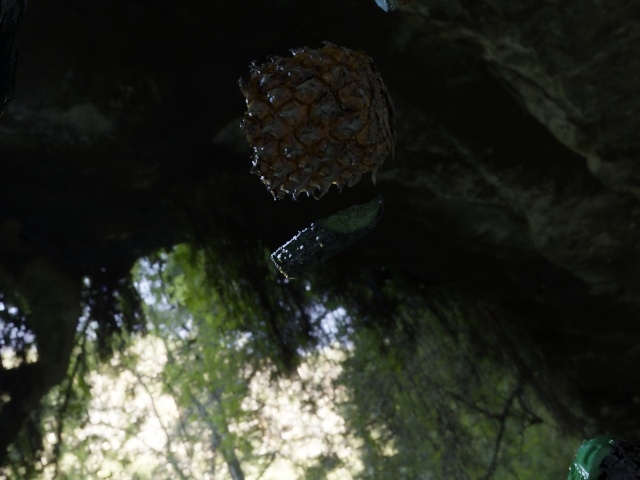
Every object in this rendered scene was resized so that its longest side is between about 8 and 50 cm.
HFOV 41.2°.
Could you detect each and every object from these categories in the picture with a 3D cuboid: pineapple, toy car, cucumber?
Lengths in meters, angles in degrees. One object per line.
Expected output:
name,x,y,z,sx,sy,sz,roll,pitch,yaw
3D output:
pineapple,-0.001,-0.260,1.862,0.300,0.352,0.352,-10,-23,21
toy car,0.510,0.411,1.300,0.358,0.213,0.176,15,-3,-21
cucumber,0.000,0.000,1.169,0.070,0.046,0.220,1,-26,-40

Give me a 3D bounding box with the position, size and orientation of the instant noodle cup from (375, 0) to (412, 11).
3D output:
instant noodle cup,0.136,-0.496,1.268,0.214,0.296,0.296,-29,-28,5

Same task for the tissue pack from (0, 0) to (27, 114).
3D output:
tissue pack,-0.270,-0.153,0.356,0.264,0.416,0.253,15,-77,-16
